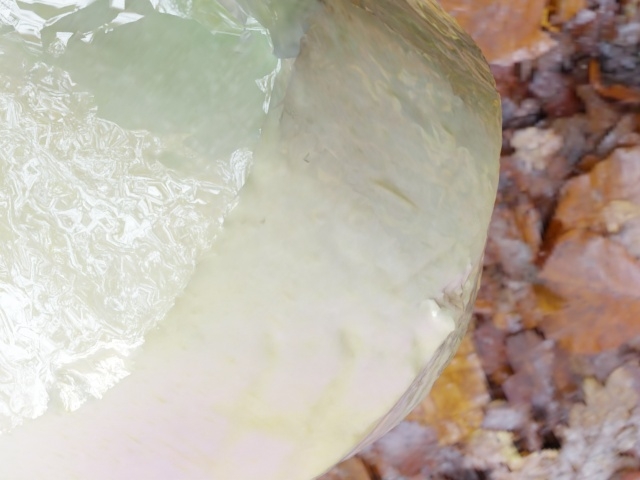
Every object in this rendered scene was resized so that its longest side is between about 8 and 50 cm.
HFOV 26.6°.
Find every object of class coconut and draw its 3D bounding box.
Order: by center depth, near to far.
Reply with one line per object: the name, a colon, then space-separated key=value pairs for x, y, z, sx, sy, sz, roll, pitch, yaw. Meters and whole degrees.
coconut: x=-0.070 y=-0.028 z=0.473 sx=0.259 sy=0.259 sz=0.259 roll=5 pitch=98 yaw=33
